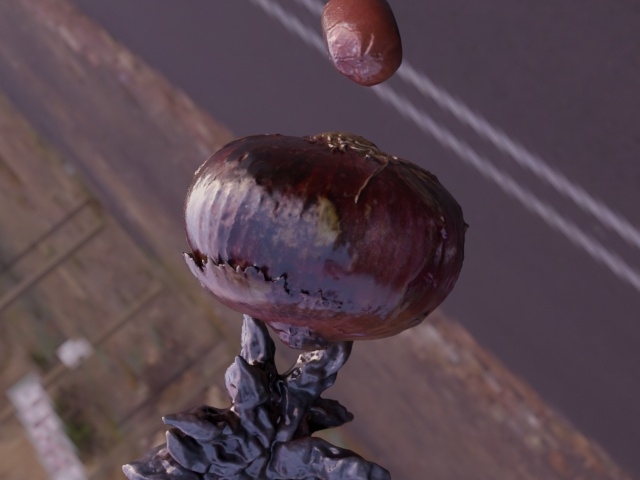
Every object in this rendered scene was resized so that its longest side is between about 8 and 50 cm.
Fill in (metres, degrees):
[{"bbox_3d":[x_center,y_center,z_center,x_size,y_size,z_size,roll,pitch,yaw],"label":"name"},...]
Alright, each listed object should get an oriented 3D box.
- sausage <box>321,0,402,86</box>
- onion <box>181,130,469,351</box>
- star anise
[{"bbox_3d":[0.030,-0.155,1.441,0.094,0.054,0.059,-105,9,-55],"label":"sausage"},{"bbox_3d":[0.000,0.000,1.611,0.246,0.190,0.246,10,180,0],"label":"onion"},{"bbox_3d":[-0.065,0.202,1.806,0.212,0.283,0.129,41,-167,-17],"label":"star anise"}]
